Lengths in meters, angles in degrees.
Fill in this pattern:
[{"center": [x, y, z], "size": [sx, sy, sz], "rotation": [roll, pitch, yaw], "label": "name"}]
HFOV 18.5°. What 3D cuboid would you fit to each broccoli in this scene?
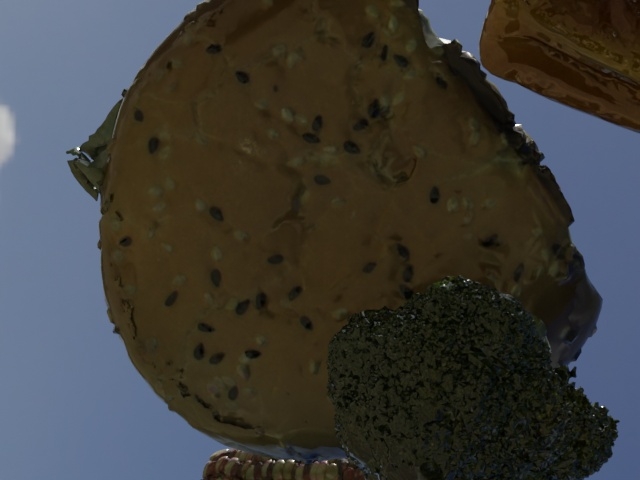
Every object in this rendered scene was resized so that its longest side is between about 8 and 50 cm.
[{"center": [0.078, 0.093, 1.045], "size": [0.145, 0.138, 0.162], "rotation": [-14, -67, 38], "label": "broccoli"}]

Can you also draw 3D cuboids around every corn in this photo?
[{"center": [0.006, 0.225, 1.770], "size": [0.280, 0.092, 0.092], "rotation": [-7, -99, 38], "label": "corn"}]

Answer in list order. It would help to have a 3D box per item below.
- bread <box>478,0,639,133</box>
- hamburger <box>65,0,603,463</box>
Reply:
[{"center": [0.313, -0.142, 1.463], "size": [0.185, 0.380, 0.109], "rotation": [-62, 168, -45], "label": "bread"}, {"center": [0.000, 0.000, 1.250], "size": [0.318, 0.277, 0.195], "rotation": [51, -1, 3], "label": "hamburger"}]
